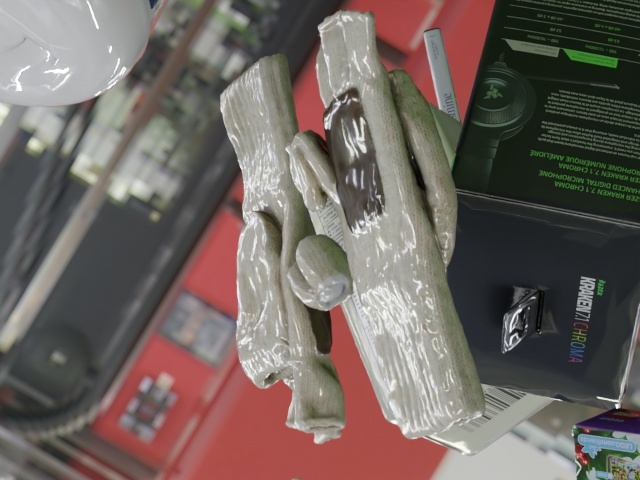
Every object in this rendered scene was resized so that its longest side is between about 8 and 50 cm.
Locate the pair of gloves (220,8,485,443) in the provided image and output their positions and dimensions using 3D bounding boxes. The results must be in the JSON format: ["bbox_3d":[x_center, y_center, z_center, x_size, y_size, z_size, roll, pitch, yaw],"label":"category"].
[{"bbox_3d":[0.000,0.000,0.973,0.042,0.204,0.240,-8,178,-22],"label":"pair of gloves"}]

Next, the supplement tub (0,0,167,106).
[{"bbox_3d":[-0.142,-0.254,1.028,0.228,0.316,0.228,20,157,9],"label":"supplement tub"}]

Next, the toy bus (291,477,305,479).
[{"bbox_3d":[0.000,0.288,1.596,0.202,0.104,0.191,31,153,-24],"label":"toy bus"}]

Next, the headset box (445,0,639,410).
[{"bbox_3d":[0.166,-0.055,1.292,0.131,0.283,0.246,11,151,9],"label":"headset box"}]

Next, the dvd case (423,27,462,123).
[{"bbox_3d":[0.155,-0.085,2.186,0.180,0.022,0.253,71,-172,-64],"label":"dvd case"}]

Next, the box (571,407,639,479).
[{"bbox_3d":[0.286,0.214,1.146,0.293,0.201,0.057,5,-169,39],"label":"box"}]

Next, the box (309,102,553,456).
[{"bbox_3d":[0.105,0.032,1.602,0.127,0.148,0.232,28,-148,-46],"label":"box"}]
